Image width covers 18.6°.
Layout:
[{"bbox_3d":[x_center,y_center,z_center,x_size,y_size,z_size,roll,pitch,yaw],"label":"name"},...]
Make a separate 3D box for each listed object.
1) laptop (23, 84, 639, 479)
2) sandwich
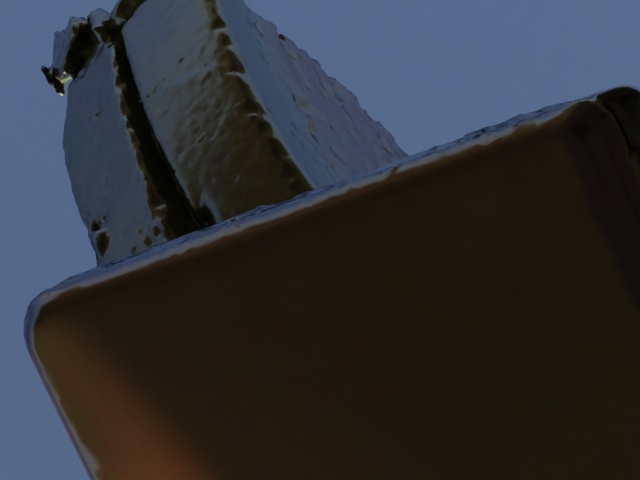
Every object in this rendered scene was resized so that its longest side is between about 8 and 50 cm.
[{"bbox_3d":[0.038,0.082,0.427,0.207,0.154,0.026,65,-153,-11],"label":"laptop"},{"bbox_3d":[-0.004,0.004,0.886,0.212,0.109,0.292,28,-150,-34],"label":"sandwich"}]
